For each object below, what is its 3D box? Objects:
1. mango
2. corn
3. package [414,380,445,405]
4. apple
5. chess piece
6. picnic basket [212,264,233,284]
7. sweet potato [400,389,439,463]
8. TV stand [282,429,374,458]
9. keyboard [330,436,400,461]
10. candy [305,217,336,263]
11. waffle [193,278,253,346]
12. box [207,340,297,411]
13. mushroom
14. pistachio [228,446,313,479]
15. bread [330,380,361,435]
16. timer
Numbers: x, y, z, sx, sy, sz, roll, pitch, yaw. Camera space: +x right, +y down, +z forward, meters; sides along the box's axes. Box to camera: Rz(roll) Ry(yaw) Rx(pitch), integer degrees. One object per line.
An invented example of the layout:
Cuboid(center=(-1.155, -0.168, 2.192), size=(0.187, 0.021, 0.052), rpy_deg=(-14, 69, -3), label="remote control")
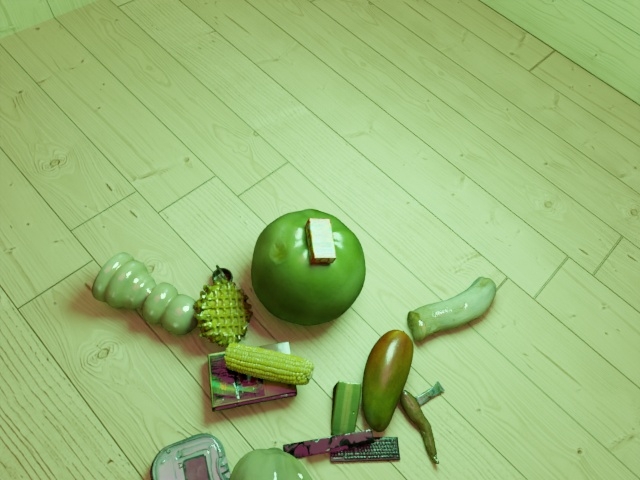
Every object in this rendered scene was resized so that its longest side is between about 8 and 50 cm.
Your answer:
Cuboid(center=(0.188, 0.394, 1.292), size=(0.129, 0.146, 0.288), rpy_deg=(16, 62, 6), label="mango")
Cuboid(center=(-0.142, 0.343, 1.237), size=(0.249, 0.081, 0.081), rpy_deg=(13, 61, -3), label="corn")
Cuboid(center=(0.322, 0.464, 1.346), size=(0.111, 0.015, 0.037), rpy_deg=(-25, 73, -18), label="package")
Cuboid(center=(-0.035, 0.081, 1.337), size=(0.358, 0.357, 0.356), rpy_deg=(3, 61, -6), label="apple")
Cuboid(center=(-0.493, 0.169, 1.323), size=(0.300, 0.167, 0.166), rpy_deg=(27, 62, 2), label="chess piece")
Cuboid(center=(-0.310, 0.113, 1.414), size=(0.072, 0.083, 0.071), rpy_deg=(3, 61, -5), label="picnic basket")
Cuboid(center=(0.288, 0.531, 1.289), size=(0.050, 0.050, 0.214), rpy_deg=(-22, 73, -18), label="sweet potato")
Cuboid(center=(0.022, 0.561, 1.230), size=(0.250, 0.042, 0.036), rpy_deg=(-7, 56, -7), label="TV stand")
Cuboid(center=(0.125, 0.587, 1.257), size=(0.198, 0.010, 0.063), rpy_deg=(1, 60, -7), label="keyboard")
Cuboid(center=(0.000, 0.000, 1.172), size=(0.062, 0.038, 0.121), rpy_deg=(1, 61, -17), label="candy")
Cuboid(center=(-0.286, 0.218, 1.326), size=(0.197, 0.070, 0.192), rpy_deg=(46, 41, -32), label="waffle")
Cuboid(center=(-0.196, 0.390, 1.287), size=(0.241, 0.071, 0.159), rpy_deg=(-7, 65, -12), label="box")
Cuboid(center=(0.435, 0.219, 1.453), size=(0.352, 0.094, 0.122), rpy_deg=(-22, 49, -20), label="mushroom")
Cuboid(center=(-0.103, 0.668, 1.075), size=(0.226, 0.208, 0.331), rpy_deg=(-22, 79, -11), label="pistachio")
Cuboid(center=(0.072, 0.477, 1.267), size=(0.074, 0.084, 0.139), rpy_deg=(9, 62, -4), label="bread")
Cuboid(center=(-0.329, 0.616, 1.149), size=(0.191, 0.069, 0.208), rpy_deg=(-15, 63, -18), label="timer")
